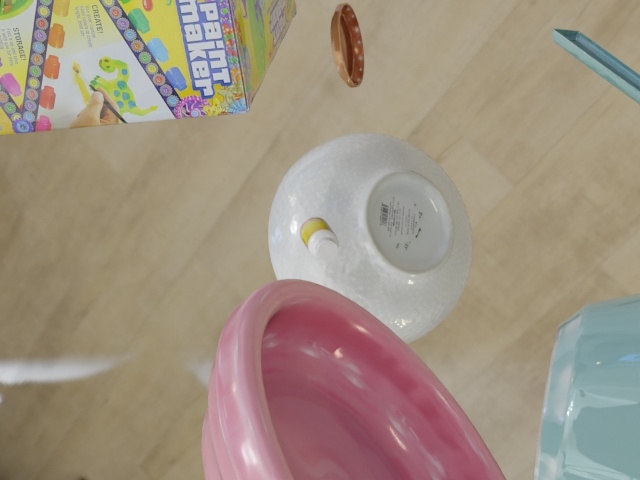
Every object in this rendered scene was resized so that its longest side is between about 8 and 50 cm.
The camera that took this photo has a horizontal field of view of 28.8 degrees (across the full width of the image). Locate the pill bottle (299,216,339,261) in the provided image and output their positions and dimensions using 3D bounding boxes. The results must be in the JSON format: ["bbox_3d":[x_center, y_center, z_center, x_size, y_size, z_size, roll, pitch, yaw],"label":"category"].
[{"bbox_3d":[0.000,0.000,1.715,0.043,0.083,0.043,-5,111,-12],"label":"pill bottle"}]

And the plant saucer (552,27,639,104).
[{"bbox_3d":[0.375,-0.212,1.578,0.192,0.067,0.018,44,121,31],"label":"plant saucer"}]

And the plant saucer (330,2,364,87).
[{"bbox_3d":[0.026,-0.193,1.233,0.013,0.083,0.083,-6,113,17],"label":"plant saucer"}]

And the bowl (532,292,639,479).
[{"bbox_3d":[0.298,0.178,1.201,0.163,0.311,0.312,9,122,13],"label":"bowl"}]

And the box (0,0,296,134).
[{"bbox_3d":[-0.188,-0.239,1.177,0.279,0.290,0.177,-4,117,10],"label":"box"}]

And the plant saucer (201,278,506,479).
[{"bbox_3d":[0.034,0.183,0.849,0.084,0.332,0.332,-38,91,21],"label":"plant saucer"}]

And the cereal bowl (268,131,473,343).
[{"bbox_3d":[0.098,-0.009,1.875,0.339,0.339,0.141,57,148,-6],"label":"cereal bowl"}]
